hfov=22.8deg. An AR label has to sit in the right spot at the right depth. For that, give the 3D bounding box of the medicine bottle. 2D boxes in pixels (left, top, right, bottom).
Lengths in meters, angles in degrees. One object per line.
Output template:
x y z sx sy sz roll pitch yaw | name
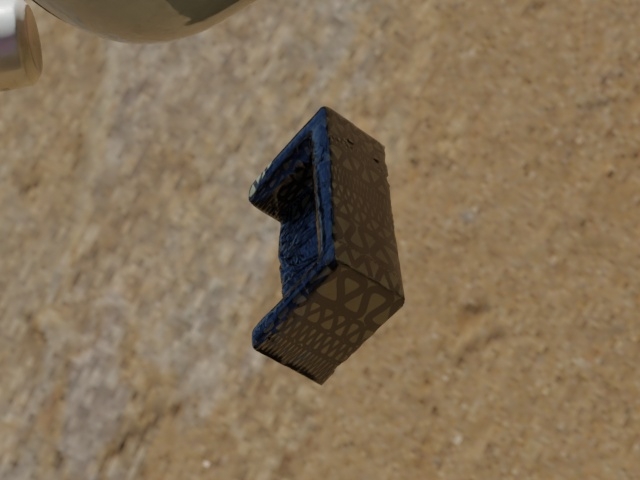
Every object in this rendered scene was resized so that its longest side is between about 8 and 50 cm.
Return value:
-0.207 -0.107 0.903 0.089 0.052 0.052 -9 43 1 | medicine bottle

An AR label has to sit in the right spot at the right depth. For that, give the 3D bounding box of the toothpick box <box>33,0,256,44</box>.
-0.030 -0.224 0.574 0.355 0.263 0.263 -31 36 7 | toothpick box

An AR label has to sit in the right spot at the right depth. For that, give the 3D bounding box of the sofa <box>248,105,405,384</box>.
0.000 0.000 0.669 0.060 0.039 0.118 -48 24 27 | sofa
